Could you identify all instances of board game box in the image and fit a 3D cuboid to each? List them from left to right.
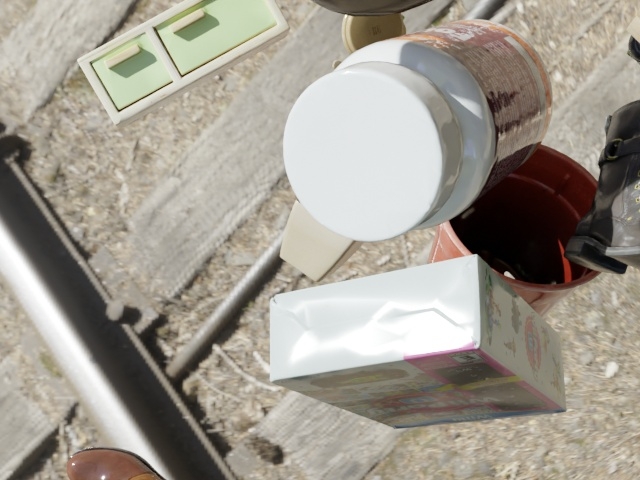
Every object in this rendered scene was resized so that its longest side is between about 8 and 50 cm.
[{"bbox_3d":[0.116,0.124,1.013,0.224,0.303,0.097,-12,66,26],"label":"board game box"}]

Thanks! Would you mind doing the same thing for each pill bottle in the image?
[{"bbox_3d":[0.129,-0.142,1.148,0.224,0.392,0.223,9,111,25],"label":"pill bottle"}]

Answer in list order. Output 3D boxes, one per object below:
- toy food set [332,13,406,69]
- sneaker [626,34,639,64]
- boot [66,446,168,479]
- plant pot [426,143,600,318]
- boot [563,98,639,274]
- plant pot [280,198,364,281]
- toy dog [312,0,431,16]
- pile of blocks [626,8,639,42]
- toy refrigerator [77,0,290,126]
[{"bbox_3d":[0.092,-0.367,1.647,0.038,0.132,0.192,29,96,60],"label":"toy food set"},{"bbox_3d":[0.516,-0.231,1.224,0.235,0.097,0.084,26,86,28],"label":"sneaker"},{"bbox_3d":[-0.319,0.427,1.479,0.264,0.280,0.096,30,93,4],"label":"boot"},{"bbox_3d":[0.284,0.030,1.475,0.273,0.265,0.272,5,55,-7],"label":"plant pot"},{"bbox_3d":[0.394,-0.075,1.121,0.263,0.091,0.228,6,75,69],"label":"boot"},{"bbox_3d":[0.000,0.000,1.435,0.109,0.109,0.096,35,108,10],"label":"plant pot"},{"bbox_3d":[0.111,-0.254,0.318,0.408,0.395,0.284,-29,44,11],"label":"toy dog"},{"bbox_3d":[0.466,-0.168,0.841,0.362,0.113,0.148,33,138,36],"label":"pile of blocks"},{"bbox_3d":[-0.183,-0.264,1.284,0.270,0.094,0.102,-29,97,-2],"label":"toy refrigerator"}]
